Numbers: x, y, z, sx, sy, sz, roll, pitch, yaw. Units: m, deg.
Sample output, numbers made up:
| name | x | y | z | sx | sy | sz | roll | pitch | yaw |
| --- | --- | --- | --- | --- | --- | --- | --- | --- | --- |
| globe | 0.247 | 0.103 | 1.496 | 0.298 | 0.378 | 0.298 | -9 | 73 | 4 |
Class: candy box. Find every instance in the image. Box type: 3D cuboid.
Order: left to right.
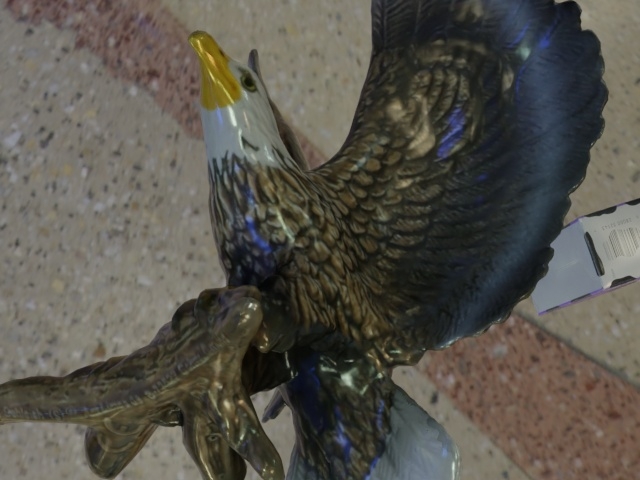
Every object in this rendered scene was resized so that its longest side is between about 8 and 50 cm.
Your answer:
| name | x | y | z | sx | sy | sz | roll | pitch | yaw |
| --- | --- | --- | --- | --- | --- | --- | --- | --- | --- |
| candy box | 0.307 | 0.000 | 1.176 | 0.196 | 0.165 | 0.070 | -17 | 82 | -13 |

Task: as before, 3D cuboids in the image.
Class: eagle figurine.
| name | x | y | z | sx | sy | sz | roll | pitch | yaw |
| --- | --- | --- | --- | --- | --- | --- | --- | --- | --- |
| eagle figurine | -0.001 | -0.010 | 0.601 | 0.226 | 0.298 | 0.225 | 20 | 124 | 17 |
